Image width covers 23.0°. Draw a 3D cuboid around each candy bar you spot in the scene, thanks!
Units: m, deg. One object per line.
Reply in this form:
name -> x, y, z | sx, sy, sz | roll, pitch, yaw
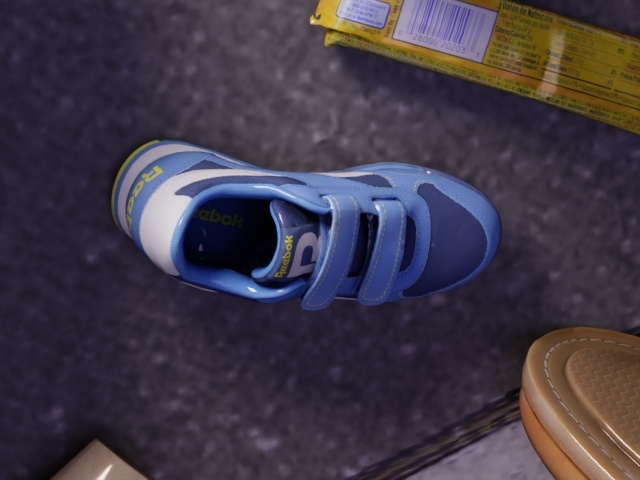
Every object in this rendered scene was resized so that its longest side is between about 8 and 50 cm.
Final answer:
candy bar -> 0.074, -0.070, 0.576 | 0.161, 0.018, 0.040 | 14, 101, -18

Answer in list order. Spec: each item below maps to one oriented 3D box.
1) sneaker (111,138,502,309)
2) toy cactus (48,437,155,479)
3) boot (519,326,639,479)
sneaker -> 0.000, 0.000, 0.559 | 0.144, 0.059, 0.053 | 4, 106, -17
toy cactus -> -0.123, 0.153, 0.563 | 0.219, 0.112, 0.180 | 40, 83, -21
boot -> 0.154, 0.184, 0.646 | 0.283, 0.109, 0.220 | 37, 131, 4
